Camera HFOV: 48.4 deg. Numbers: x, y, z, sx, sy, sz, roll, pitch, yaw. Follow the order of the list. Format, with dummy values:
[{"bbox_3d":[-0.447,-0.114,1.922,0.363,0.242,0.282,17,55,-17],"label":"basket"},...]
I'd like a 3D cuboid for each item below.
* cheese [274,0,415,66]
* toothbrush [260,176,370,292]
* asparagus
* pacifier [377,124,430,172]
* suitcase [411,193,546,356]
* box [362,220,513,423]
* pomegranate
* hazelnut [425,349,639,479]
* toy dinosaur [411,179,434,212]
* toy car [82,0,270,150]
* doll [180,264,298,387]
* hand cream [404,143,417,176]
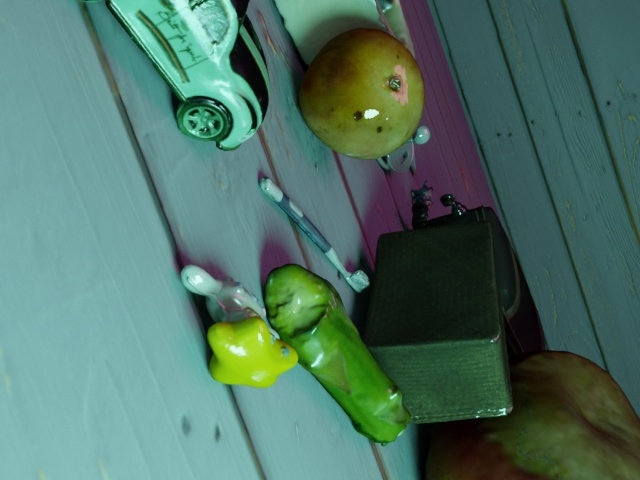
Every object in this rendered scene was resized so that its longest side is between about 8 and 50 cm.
[{"bbox_3d":[0.035,-0.409,1.196,0.292,0.153,0.332,-88,153,-44],"label":"cheese"},{"bbox_3d":[0.000,0.000,0.939,0.288,0.026,0.024,47,24,-48],"label":"toothbrush"},{"bbox_3d":[0.037,0.160,0.831,0.085,0.082,0.343,38,-16,53],"label":"asparagus"},{"bbox_3d":[0.161,-0.203,1.413,0.127,0.116,0.150,-44,122,-40],"label":"pacifier"},{"bbox_3d":[0.330,0.129,1.456,0.283,0.194,0.434,-86,152,-46],"label":"suitcase"},{"bbox_3d":[0.169,0.110,1.030,0.273,0.184,0.143,-77,154,-53],"label":"box"},{"bbox_3d":[0.062,-0.215,1.049,0.191,0.191,0.191,52,28,-43],"label":"pomegranate"},{"bbox_3d":[0.320,0.354,1.065,0.409,0.359,0.359,-52,122,-69],"label":"hazelnut"},{"bbox_3d":[0.231,-0.097,1.594,0.030,0.047,0.083,50,31,-43],"label":"toy dinosaur"},{"bbox_3d":[-0.123,-0.223,0.664,0.306,0.125,0.136,52,28,-41],"label":"toy car"},{"bbox_3d":[-0.071,0.081,0.646,0.113,0.071,0.135,60,8,22],"label":"doll"},{"bbox_3d":[0.197,-0.229,1.636,0.174,0.047,0.076,62,19,-49],"label":"hand cream"}]
